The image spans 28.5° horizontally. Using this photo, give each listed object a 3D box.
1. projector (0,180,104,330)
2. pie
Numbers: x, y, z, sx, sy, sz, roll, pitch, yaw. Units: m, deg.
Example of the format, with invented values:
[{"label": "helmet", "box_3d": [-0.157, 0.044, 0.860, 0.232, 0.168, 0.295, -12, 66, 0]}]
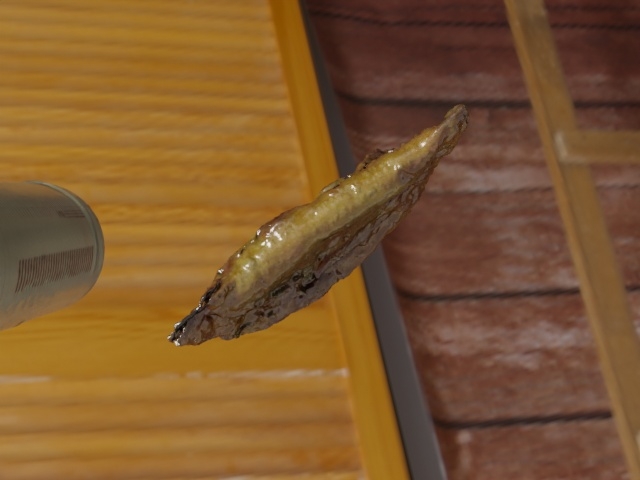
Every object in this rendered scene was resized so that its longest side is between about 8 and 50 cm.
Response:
[{"label": "projector", "box_3d": [-0.225, 0.011, 0.843, 0.108, 0.108, 0.337, -13, -178, 2]}, {"label": "pie", "box_3d": [0.002, 0.000, 0.671, 0.191, 0.033, 0.088, -37, 154, -5]}]
